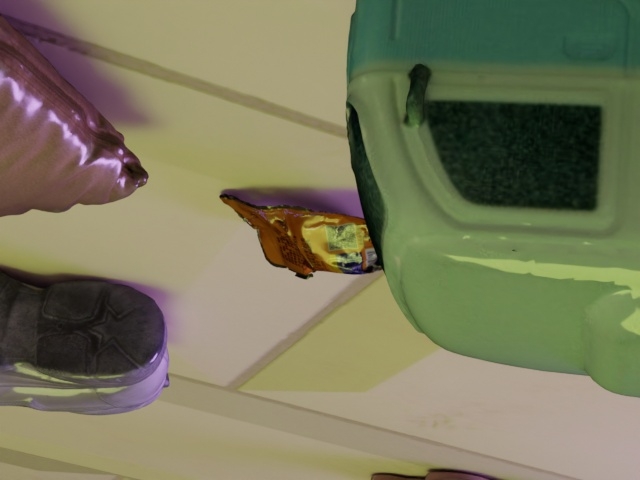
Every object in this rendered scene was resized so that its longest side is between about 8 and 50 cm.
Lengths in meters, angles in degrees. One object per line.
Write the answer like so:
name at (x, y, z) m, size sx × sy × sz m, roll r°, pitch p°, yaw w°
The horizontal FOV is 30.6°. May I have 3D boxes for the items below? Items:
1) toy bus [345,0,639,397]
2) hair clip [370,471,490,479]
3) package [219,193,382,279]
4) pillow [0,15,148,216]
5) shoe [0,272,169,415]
toy bus at (0.139, -0.029, 0.396) m, size 0.271 × 0.165 × 0.133 m, roll 4°, pitch 156°, yaw 14°
hair clip at (0.132, 0.273, 1.243) m, size 0.123 × 0.102 × 0.138 m, roll 22°, pitch 121°, yaw -29°
package at (-0.001, 0.001, 0.681) m, size 0.110 × 0.033 × 0.077 m, roll 4°, pitch 166°, yaw 25°
pillow at (-0.223, -0.069, 0.551) m, size 0.236 × 0.084 × 0.223 m, roll -3°, pitch 151°, yaw 22°
shoe at (-0.229, 0.087, 0.890) m, size 0.245 × 0.095 × 0.138 m, roll 1°, pitch 153°, yaw 5°
